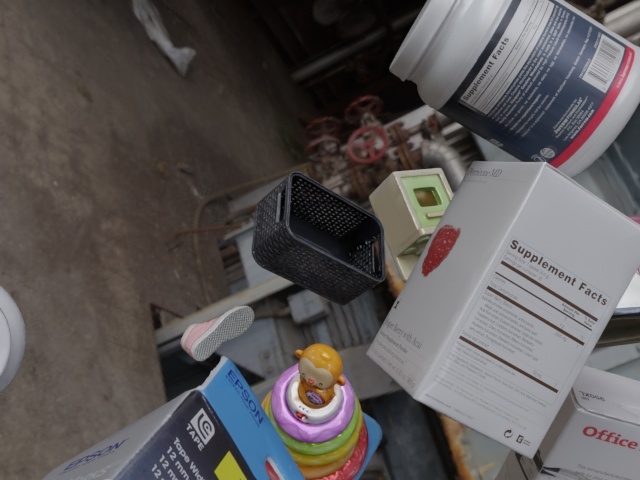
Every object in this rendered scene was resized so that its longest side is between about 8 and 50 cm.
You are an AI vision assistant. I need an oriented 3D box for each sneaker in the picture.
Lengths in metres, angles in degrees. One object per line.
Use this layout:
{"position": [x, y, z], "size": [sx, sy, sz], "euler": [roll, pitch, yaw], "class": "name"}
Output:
{"position": [-0.182, 0.151, 1.187], "size": [0.070, 0.134, 0.051], "euler": [13, -48, 49], "class": "sneaker"}

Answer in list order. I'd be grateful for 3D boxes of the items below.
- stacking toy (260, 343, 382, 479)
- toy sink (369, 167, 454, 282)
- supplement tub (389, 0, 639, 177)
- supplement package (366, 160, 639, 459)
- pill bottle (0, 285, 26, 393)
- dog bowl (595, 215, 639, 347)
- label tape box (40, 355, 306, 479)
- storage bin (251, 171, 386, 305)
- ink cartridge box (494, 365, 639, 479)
{"position": [-0.007, 0.215, 0.880], "size": [0.175, 0.166, 0.302], "euler": [32, -31, 16], "class": "stacking toy"}
{"position": [0.241, -0.039, 1.613], "size": [0.152, 0.131, 0.234], "euler": [-7, 67, -31], "class": "toy sink"}
{"position": [0.245, -0.218, 0.871], "size": [0.272, 0.191, 0.191], "euler": [30, 17, -4], "class": "supplement tub"}
{"position": [0.218, 0.071, 0.835], "size": [0.175, 0.293, 0.177], "euler": [30, -1, -15], "class": "supplement package"}
{"position": [-0.275, 0.074, 0.507], "size": [0.180, 0.108, 0.108], "euler": [-9, -70, 62], "class": "pill bottle"}
{"position": [0.414, 0.081, 1.096], "size": [0.408, 0.407, 0.151], "euler": [34, 49, -67], "class": "dog bowl"}
{"position": [-0.094, 0.256, 0.412], "size": [0.249, 0.115, 0.348], "euler": [61, 18, -6], "class": "label tape box"}
{"position": [0.000, 0.000, 0.989], "size": [0.180, 0.084, 0.122], "euler": [27, 45, -28], "class": "storage bin"}
{"position": [0.560, 0.472, 1.421], "size": [0.166, 0.285, 0.395], "euler": [-80, -174, -63], "class": "ink cartridge box"}
